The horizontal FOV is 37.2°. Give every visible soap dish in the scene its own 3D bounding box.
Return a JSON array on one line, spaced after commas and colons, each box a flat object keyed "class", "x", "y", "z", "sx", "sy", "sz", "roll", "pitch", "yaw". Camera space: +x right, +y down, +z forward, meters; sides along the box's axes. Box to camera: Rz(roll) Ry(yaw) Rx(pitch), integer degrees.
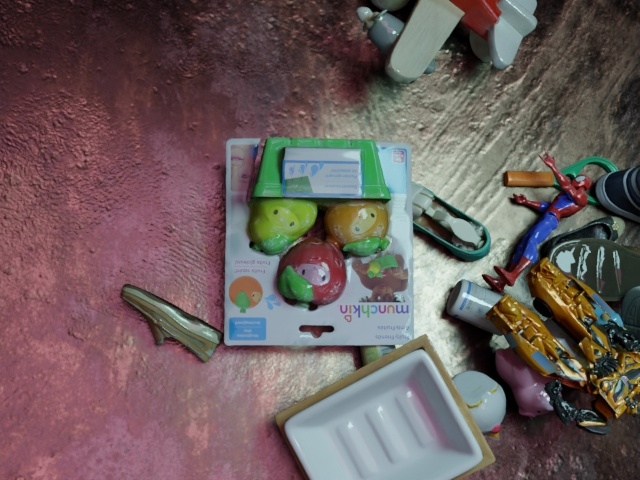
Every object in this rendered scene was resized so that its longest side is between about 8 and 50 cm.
[{"class": "soap dish", "x": 0.104, "y": 0.318, "z": 1.554, "sx": 0.290, "sy": 0.118, "sz": 0.229, "roll": -30, "pitch": 84, "yaw": 9}]

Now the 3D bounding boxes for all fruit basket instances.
[{"class": "fruit basket", "x": 0.000, "y": 0.000, "z": 1.609, "sx": 0.327, "sy": 0.165, "sz": 0.353, "roll": 1, "pitch": 78, "yaw": -6}]

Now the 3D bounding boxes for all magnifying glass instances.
[{"class": "magnifying glass", "x": 0.460, "y": -0.114, "z": 1.799, "sx": 0.230, "sy": 0.026, "sz": 0.092, "roll": 1, "pitch": 79, "yaw": -12}]

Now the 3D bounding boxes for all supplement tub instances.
[{"class": "supplement tub", "x": 0.285, "y": 0.119, "z": 1.693, "sx": 0.107, "sy": 0.071, "sz": 0.071, "roll": 24, "pitch": 75, "yaw": -5}]

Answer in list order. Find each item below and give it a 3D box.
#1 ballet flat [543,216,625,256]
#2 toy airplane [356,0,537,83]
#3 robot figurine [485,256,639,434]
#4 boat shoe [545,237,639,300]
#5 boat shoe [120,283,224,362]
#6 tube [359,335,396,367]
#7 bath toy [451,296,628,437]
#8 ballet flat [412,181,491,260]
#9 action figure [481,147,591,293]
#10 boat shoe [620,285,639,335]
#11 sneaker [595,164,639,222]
[{"class": "ballet flat", "x": 0.494, "y": -0.001, "z": 1.767, "sx": 0.173, "sy": 0.049, "sz": 0.057, "roll": -21, "pitch": 84, "yaw": -14}, {"class": "toy airplane", "x": 0.215, "y": -0.469, "z": 1.733, "sx": 0.386, "sy": 0.272, "sz": 0.385, "roll": -8, "pitch": 90, "yaw": -48}, {"class": "robot figurine", "x": 0.427, "y": 0.178, "z": 1.581, "sx": 0.211, "sy": 0.085, "sz": 0.291, "roll": -41, "pitch": 78, "yaw": -19}, {"class": "boat shoe", "x": 0.543, "y": 0.061, "z": 1.738, "sx": 0.307, "sy": 0.104, "sz": 0.111, "roll": 8, "pitch": 86, "yaw": -10}, {"class": "boat shoe", "x": -0.259, "y": 0.142, "z": 1.596, "sx": 0.190, "sy": 0.068, "sz": 0.072, "roll": 30, "pitch": 86, "yaw": -3}, {"class": "tube", "x": 0.117, "y": 0.284, "z": 1.640, "sx": 0.062, "sy": 0.070, "sz": 0.240, "roll": -4, "pitch": 80, "yaw": -51}, {"class": "bath toy", "x": 0.379, "y": 0.241, "z": 1.664, "sx": 0.348, "sy": 0.129, "sz": 0.151, "roll": -27, "pitch": 40, "yaw": -16}, {"class": "ballet flat", "x": 0.203, "y": -0.049, "z": 1.705, "sx": 0.247, "sy": 0.087, "sz": 0.083, "roll": 31, "pitch": 75, "yaw": -2}, {"class": "action figure", "x": 0.379, "y": -0.050, "z": 1.722, "sx": 0.280, "sy": 0.091, "sz": 0.139, "roll": -42, "pitch": 87, "yaw": -20}, {"class": "boat shoe", "x": 0.634, "y": 0.203, "z": 1.693, "sx": 0.103, "sy": 0.118, "sz": 0.320, "roll": -39, "pitch": 107, "yaw": -27}, {"class": "sneaker", "x": 0.666, "y": -0.071, "z": 1.749, "sx": 0.282, "sy": 0.153, "sz": 0.099, "roll": 16, "pitch": 77, "yaw": -14}]
